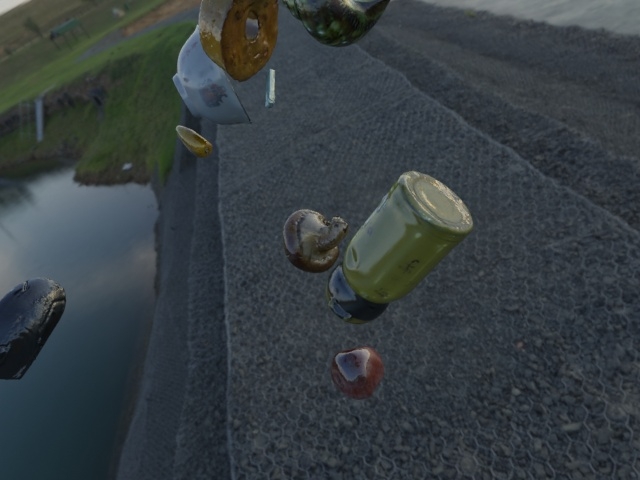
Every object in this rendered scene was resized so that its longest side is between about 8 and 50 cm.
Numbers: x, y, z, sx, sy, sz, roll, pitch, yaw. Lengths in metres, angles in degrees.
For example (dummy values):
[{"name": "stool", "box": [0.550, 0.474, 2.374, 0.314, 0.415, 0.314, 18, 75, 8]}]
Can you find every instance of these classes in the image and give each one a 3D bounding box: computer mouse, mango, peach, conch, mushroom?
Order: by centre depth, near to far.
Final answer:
[{"name": "conch", "box": [0.027, -0.451, 1.015, 0.124, 0.182, 0.187, -38, 30, 59]}, {"name": "computer mouse", "box": [-0.603, 0.173, 1.092, 0.217, 0.122, 0.073, -62, 9, -16]}, {"name": "peach", "box": [0.100, 0.355, 1.509, 0.152, 0.152, 0.152, -24, 30, 15]}, {"name": "mango", "box": [-0.444, -0.346, 1.887, 0.187, 0.101, 0.066, 39, 84, 22]}, {"name": "mushroom", "box": [-0.032, 0.000, 2.200, 0.267, 0.267, 0.254, -41, -6, -15]}]

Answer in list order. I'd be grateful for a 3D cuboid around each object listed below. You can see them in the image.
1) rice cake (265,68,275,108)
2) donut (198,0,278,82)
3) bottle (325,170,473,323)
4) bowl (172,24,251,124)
[{"name": "rice cake", "box": [-0.121, -0.368, 1.313, 0.022, 0.022, 0.121, -43, 39, 45]}, {"name": "donut", "box": [-0.206, -0.559, 1.386, 0.109, 0.277, 0.277, 29, 58, 15]}, {"name": "bottle", "box": [0.134, 0.035, 1.115, 0.351, 0.172, 0.171, -52, 16, 35]}, {"name": "bowl", "box": [-0.367, -0.491, 1.735, 0.157, 0.345, 0.345, -29, 29, -1]}]
